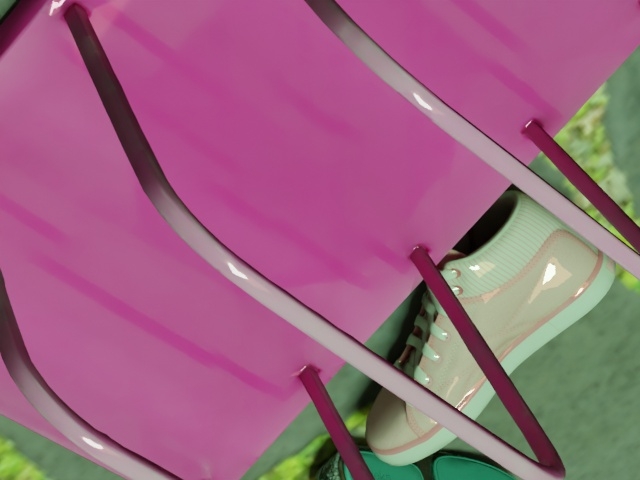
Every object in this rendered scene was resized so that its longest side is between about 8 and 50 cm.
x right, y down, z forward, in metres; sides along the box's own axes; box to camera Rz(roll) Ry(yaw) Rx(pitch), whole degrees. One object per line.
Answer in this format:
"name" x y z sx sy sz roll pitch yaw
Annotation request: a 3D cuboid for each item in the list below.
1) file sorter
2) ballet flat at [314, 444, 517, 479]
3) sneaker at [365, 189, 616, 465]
"file sorter" 0.000 0.000 0.613 0.202 0.182 0.291 34 104 -34
"ballet flat" 0.043 0.117 0.833 0.114 0.041 0.041 14 116 -34
"sneaker" 0.054 0.032 0.766 0.134 0.051 0.070 -43 120 14
